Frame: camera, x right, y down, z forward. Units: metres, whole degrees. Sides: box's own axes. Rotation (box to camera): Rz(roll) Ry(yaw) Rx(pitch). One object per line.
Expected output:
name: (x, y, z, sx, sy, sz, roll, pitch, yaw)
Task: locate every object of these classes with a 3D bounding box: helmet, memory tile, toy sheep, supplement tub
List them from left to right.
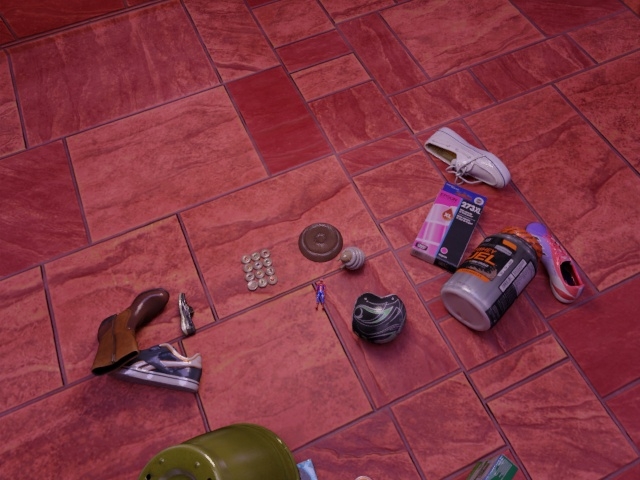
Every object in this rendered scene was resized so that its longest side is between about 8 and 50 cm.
memory tile: (-0.223, 0.105, 1.774, 0.113, 0.012, 0.148, -15, 63, -7)
toy sheep: (0.115, 0.064, 1.738, 0.091, 0.132, 0.091, -4, 84, 37)
helmet: (0.197, 0.253, 1.599, 0.161, 0.169, 0.170, 8, 61, 24)
supplement tub: (0.577, 0.120, 1.636, 0.207, 0.207, 0.338, 39, 68, 20)

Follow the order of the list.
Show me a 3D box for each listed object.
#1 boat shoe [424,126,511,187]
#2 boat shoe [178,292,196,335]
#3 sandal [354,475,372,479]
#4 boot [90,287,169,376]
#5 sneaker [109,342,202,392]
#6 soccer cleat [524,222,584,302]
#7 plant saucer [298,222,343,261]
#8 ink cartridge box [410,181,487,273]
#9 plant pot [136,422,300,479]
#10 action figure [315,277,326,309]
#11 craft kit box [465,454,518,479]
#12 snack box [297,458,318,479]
boat shoe: (0.550, -0.298, 1.906, 0.156, 0.136, 0.367, -37, 64, -17)
boat shoe: (-0.457, 0.250, 1.682, 0.049, 0.056, 0.152, -10, 71, -10)
sandal: (0.127, 0.797, 1.351, 0.101, 0.076, 0.266, -7, 62, -2)
boot: (-0.595, 0.278, 1.554, 0.264, 0.096, 0.280, -25, 23, -11)
sneaker: (-0.532, 0.396, 1.562, 0.320, 0.126, 0.128, 9, 62, 1)
soccer cleat: (0.823, 0.057, 1.714, 0.108, 0.116, 0.319, -12, 62, -5)
plant saucer: (0.000, 0.000, 1.818, 0.168, 0.029, 0.169, -1, 61, 2)
ink cartridge box: (0.487, -0.068, 1.826, 0.175, 0.069, 0.371, 24, 62, 14)
plant pot: (-0.276, 0.645, 1.241, 0.366, 0.353, 0.367, -7, 65, 14)
action figure: (0.001, 0.185, 1.717, 0.038, 0.030, 0.115, -1, 59, 7)
craft kit box: (0.402, 0.697, 1.304, 0.061, 0.247, 0.250, 39, 70, 17)
snack box: (-0.057, 0.807, 1.359, 0.187, 0.060, 0.322, -20, 63, -8)
